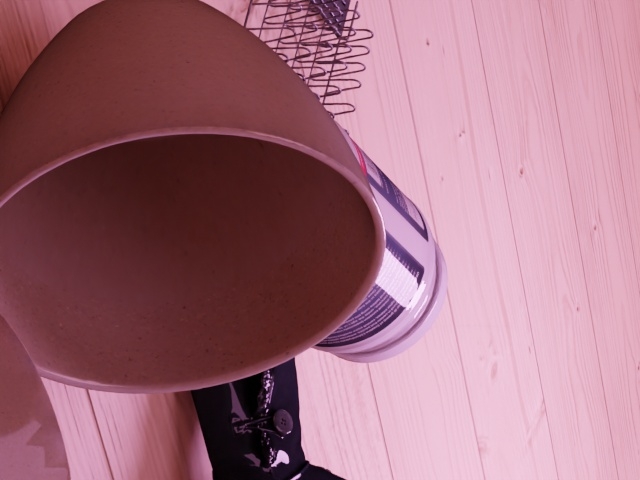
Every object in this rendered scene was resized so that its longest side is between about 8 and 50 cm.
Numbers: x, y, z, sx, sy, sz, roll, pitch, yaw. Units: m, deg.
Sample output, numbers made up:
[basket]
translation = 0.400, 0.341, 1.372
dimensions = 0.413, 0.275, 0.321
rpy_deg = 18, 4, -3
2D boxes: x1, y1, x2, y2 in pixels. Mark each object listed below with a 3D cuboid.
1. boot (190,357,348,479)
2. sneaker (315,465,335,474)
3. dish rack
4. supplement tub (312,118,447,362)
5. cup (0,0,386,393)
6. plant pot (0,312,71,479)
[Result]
[boot]
translation = -0.018, 0.205, 1.600
dimensions = 0.246, 0.094, 0.207
rpy_deg = 5, 70, -40
[sneaker]
translation = -0.027, 0.356, 1.650
dimensions = 0.125, 0.104, 0.262
rpy_deg = 34, 59, -54
[dish rack]
translation = -0.010, -0.219, 1.737
dimensions = 0.208, 0.074, 0.271
rpy_deg = 47, 48, -51
[supplement tub]
translation = 0.000, 0.000, 1.622
dimensions = 0.272, 0.191, 0.191
rpy_deg = 43, 52, -53
[cup]
translation = -0.130, -0.064, 1.313
dimensions = 0.331, 0.331, 0.237
rpy_deg = 49, 23, -49
[plant pot]
translation = -0.338, 0.166, 0.983
dimensions = 0.274, 0.256, 0.256
rpy_deg = -15, 102, -44
